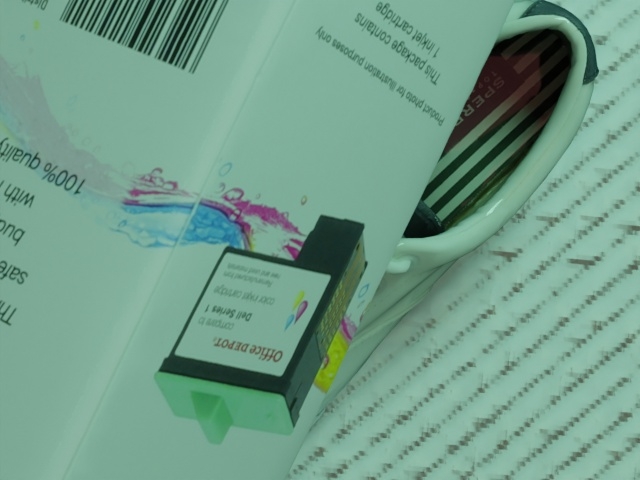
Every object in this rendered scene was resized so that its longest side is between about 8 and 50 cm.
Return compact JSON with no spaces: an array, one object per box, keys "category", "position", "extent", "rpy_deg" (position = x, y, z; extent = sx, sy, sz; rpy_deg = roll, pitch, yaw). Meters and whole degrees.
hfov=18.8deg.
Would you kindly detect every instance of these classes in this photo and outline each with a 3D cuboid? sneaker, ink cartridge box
[{"category":"sneaker","position":[0.000,0.000,0.716],"extent":[0.094,0.091,0.258],"rpy_deg":[41,87,-1]},{"category":"ink cartridge box","position":[-0.083,-0.025,0.656],"extent":[0.201,0.117,0.278],"rpy_deg":[24,87,37]}]
